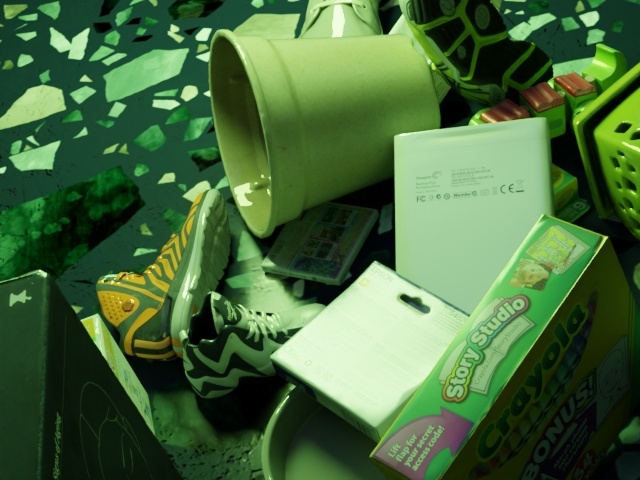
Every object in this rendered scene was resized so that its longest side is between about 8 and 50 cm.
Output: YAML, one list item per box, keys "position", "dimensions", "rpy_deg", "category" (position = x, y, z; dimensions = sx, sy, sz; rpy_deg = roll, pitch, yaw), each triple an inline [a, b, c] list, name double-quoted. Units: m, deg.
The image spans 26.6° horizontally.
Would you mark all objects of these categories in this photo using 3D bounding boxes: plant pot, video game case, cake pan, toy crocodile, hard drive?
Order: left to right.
- position: [0.000, 0.000, 2.174]
  dimensions: [0.143, 0.019, 0.157]
  rpy_deg: [10, 51, 27]
  category: "video game case"
- position: [0.013, -0.198, 2.162]
  dimensions: [0.305, 0.334, 0.334]
  rpy_deg: [-13, 42, -15]
  category: "plant pot"
- position: [0.066, 0.284, 1.851]
  dimensions: [0.293, 0.054, 0.293]
  rpy_deg: [-10, 45, 11]
  category: "cake pan"
- position: [0.226, 0.002, 1.972]
  dimensions: [0.233, 0.047, 0.353]
  rpy_deg: [-5, 69, 16]
  category: "hard drive"
- position: [0.338, -0.195, 2.109]
  dimensions: [0.340, 0.105, 0.115]
  rpy_deg: [-26, 43, -14]
  category: "toy crocodile"
- position: [0.507, -0.131, 1.975]
  dimensions: [0.227, 0.228, 0.207]
  rpy_deg: [-40, 41, -18]
  category: "plant pot"

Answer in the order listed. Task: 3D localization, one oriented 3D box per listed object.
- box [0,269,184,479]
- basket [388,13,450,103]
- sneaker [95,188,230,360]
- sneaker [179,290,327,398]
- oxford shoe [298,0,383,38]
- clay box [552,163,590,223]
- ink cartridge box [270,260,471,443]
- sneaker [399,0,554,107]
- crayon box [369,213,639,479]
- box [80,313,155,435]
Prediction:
- position: [-0.364, 0.385, 1.612]
  dimensions: [0.297, 0.472, 0.480]
  rpy_deg: [-15, 44, 6]
  category: "box"
- position: [0.181, -0.321, 2.357]
  dimensions: [0.113, 0.103, 0.167]
  rpy_deg: [14, 53, 31]
  category: "basket"
- position: [-0.256, 0.046, 2.148]
  dimensions: [0.180, 0.125, 0.321]
  rpy_deg: [-1, 47, 18]
  category: "sneaker"
- position: [-0.103, 0.126, 1.994]
  dimensions: [0.235, 0.153, 0.094]
  rpy_deg: [-21, 45, 0]
  category: "sneaker"
- position: [0.040, -0.437, 2.505]
  dimensions: [0.169, 0.130, 0.449]
  rpy_deg: [0, 49, 18]
  category: "oxford shoe"
- position: [0.302, -0.083, 2.118]
  dimensions: [0.127, 0.053, 0.222]
  rpy_deg: [-37, 46, -18]
  category: "clay box"
- position: [0.081, 0.153, 1.900]
  dimensions: [0.224, 0.045, 0.223]
  rpy_deg: [-41, 47, -21]
  category: "ink cartridge box"
- position: [0.223, -0.298, 2.155]
  dimensions: [0.147, 0.384, 0.145]
  rpy_deg: [7, 72, 40]
  category: "sneaker"
- position: [0.251, 0.202, 1.633]
  dimensions: [0.106, 0.313, 0.363]
  rpy_deg: [25, 71, 37]
  category: "crayon box"
- position: [-0.329, 0.220, 1.949]
  dimensions: [0.114, 0.203, 0.103]
  rpy_deg: [-20, 44, 1]
  category: "box"
